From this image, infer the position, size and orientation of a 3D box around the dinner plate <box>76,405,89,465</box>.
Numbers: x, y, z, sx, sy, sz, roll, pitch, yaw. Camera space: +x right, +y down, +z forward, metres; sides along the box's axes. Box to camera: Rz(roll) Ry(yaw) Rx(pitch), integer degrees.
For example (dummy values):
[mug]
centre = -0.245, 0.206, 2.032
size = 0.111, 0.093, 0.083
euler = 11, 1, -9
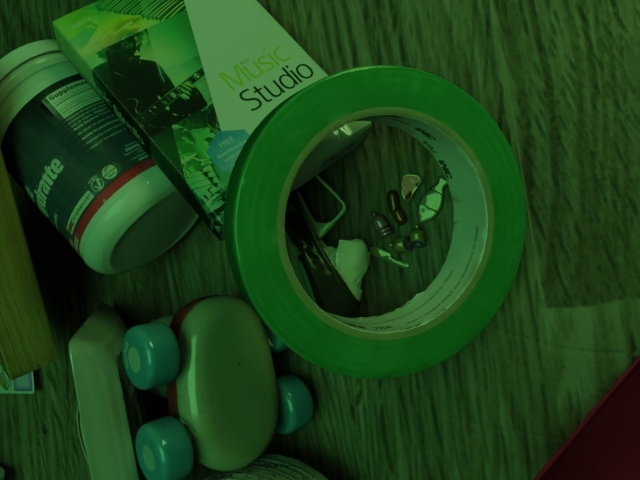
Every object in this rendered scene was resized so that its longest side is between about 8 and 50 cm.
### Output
[dinner plate]
centre = -0.325, 0.301, 0.919
size = 0.141, 0.017, 0.141
euler = 14, 110, 44

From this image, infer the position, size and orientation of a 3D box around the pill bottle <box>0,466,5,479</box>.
[pill bottle]
centre = -0.549, 0.443, 0.995
size = 0.086, 0.086, 0.152
euler = 12, 97, 18

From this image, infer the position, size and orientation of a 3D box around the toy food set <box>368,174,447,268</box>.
[toy food set]
centre = 0.103, -0.030, 0.767
size = 0.078, 0.019, 0.122
euler = 23, 101, 17

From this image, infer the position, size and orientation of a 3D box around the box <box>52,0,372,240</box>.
[box]
centre = -0.127, -0.187, 0.749
size = 0.232, 0.058, 0.322
euler = -37, 78, -25

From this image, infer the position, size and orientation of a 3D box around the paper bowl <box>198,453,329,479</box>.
[paper bowl]
centre = -0.062, 0.413, 0.784
size = 0.284, 0.148, 0.284
euler = 2, 95, 22

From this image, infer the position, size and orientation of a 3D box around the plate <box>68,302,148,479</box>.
[plate]
centre = -0.255, 0.230, 0.795
size = 0.045, 0.277, 0.278
euler = -10, 96, -11

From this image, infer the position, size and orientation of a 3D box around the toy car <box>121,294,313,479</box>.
[toy car]
centre = -0.170, 0.176, 0.813
size = 0.238, 0.219, 0.210
euler = -6, 93, 49

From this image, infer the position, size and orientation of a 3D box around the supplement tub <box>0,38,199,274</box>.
[supplement tub]
centre = -0.295, -0.108, 0.812
size = 0.272, 0.191, 0.191
euler = 46, 106, 11

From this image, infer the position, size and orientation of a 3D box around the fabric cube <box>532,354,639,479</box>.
[fabric cube]
centre = 0.374, 0.235, 0.515
size = 0.254, 0.258, 0.259
euler = -42, 78, -18

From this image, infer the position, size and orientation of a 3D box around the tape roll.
[tape roll]
centre = 0.061, -0.018, 0.663
size = 0.321, 0.077, 0.321
euler = -2, 96, -17

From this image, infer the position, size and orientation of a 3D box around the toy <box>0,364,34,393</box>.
[toy]
centre = -0.570, 0.184, 1.001
size = 0.237, 0.056, 0.137
euler = -6, 90, 20

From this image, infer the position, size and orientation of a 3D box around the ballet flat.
[ballet flat]
centre = 0.000, 0.000, 0.771
size = 0.096, 0.095, 0.280
euler = -28, 84, 7

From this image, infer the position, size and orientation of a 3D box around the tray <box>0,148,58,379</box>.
[tray]
centre = -0.454, -0.039, 0.814
size = 0.203, 0.076, 0.411
euler = 30, 130, 42
